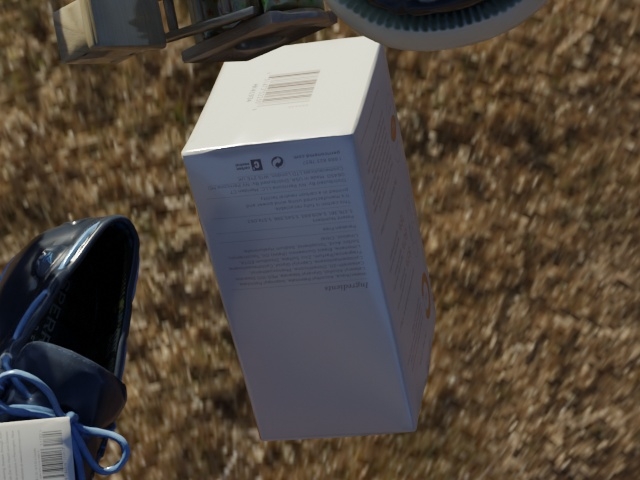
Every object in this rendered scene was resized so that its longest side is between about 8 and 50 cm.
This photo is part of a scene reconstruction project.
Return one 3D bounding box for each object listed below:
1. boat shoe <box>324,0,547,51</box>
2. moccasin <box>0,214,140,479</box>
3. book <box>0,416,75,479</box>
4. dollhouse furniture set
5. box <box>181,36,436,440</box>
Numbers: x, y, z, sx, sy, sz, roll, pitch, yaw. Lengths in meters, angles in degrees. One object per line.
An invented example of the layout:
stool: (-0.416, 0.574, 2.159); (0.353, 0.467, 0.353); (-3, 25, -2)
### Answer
boat shoe: (-0.009, -0.225, 0.482); (0.127, 0.113, 0.340); (-12, 81, 6)
moccasin: (-0.213, 0.110, 1.303); (0.138, 0.117, 0.342); (32, 44, -34)
book: (-0.211, 0.154, 0.972); (0.144, 0.035, 0.096); (-3, 79, -13)
dollhouse furniture set: (-0.089, -0.210, 1.066); (0.161, 0.101, 0.181); (-8, 84, -44)
box: (0.000, 0.000, 1.730); (0.168, 0.345, 0.215); (-5, 30, 14)
